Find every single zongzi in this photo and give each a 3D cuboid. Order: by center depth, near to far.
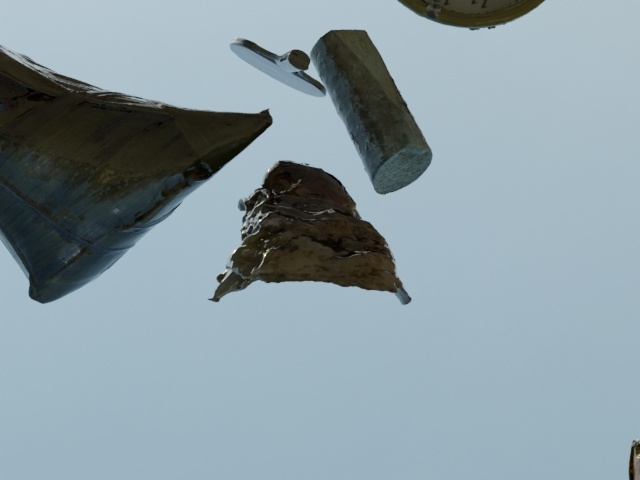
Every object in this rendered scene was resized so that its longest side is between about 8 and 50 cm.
[{"bbox_3d":[-0.208,-0.115,1.622,0.251,0.274,0.125,50,-152,-6],"label":"zongzi"}]

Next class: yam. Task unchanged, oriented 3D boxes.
[{"bbox_3d":[0.049,-0.132,1.847,0.068,0.068,0.169,3,-127,-45],"label":"yam"}]

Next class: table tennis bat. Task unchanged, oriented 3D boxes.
[{"bbox_3d":[-0.046,-0.219,2.370,0.138,0.022,0.246,29,177,-11],"label":"table tennis bat"}]

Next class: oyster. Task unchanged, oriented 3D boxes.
[{"bbox_3d":[-0.015,-0.004,1.597,0.161,0.107,0.233,9,-170,-13],"label":"oyster"}]

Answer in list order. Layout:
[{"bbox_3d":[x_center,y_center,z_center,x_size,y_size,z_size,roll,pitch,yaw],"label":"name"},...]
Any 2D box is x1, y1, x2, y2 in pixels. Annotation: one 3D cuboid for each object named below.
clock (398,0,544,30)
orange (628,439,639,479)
[{"bbox_3d":[0.169,-0.339,2.174,0.237,0.057,0.237,1,-111,-2],"label":"clock"},{"bbox_3d":[0.378,0.225,1.852,0.134,0.156,0.157,16,-138,-29],"label":"orange"}]
